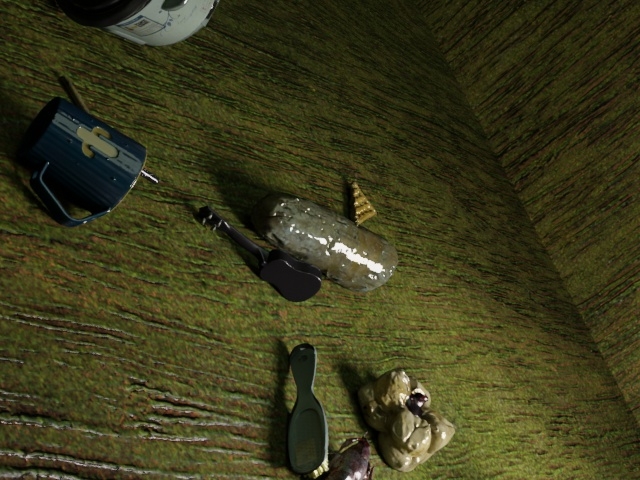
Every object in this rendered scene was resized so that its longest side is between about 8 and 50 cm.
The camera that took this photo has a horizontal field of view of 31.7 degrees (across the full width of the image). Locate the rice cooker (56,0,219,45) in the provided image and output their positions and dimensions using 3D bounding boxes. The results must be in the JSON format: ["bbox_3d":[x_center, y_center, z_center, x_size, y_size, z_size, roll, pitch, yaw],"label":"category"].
[{"bbox_3d":[-0.338,-0.495,2.045,0.316,0.264,0.317,31,11,-7],"label":"rice cooker"}]

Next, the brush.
[{"bbox_3d":[-0.016,0.289,1.878,0.297,0.068,0.060,-94,161,-53],"label":"brush"}]

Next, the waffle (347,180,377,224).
[{"bbox_3d":[0.074,-0.080,2.556,0.097,0.023,0.152,54,25,1],"label":"waffle"}]

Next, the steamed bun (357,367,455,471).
[{"bbox_3d":[0.171,0.330,2.102,0.192,0.106,0.178,18,44,-56],"label":"steamed bun"}]

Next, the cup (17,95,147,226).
[{"bbox_3d":[-0.367,-0.113,1.687,0.155,0.131,0.177,37,54,-25],"label":"cup"}]

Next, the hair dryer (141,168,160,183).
[{"bbox_3d":[-0.302,-0.120,1.915,0.083,0.026,0.047,34,32,-45],"label":"hair dryer"}]

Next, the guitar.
[{"bbox_3d":[-0.113,0.023,2.031,0.271,0.084,0.038,36,32,-24],"label":"guitar"}]

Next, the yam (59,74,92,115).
[{"bbox_3d":[-0.403,-0.231,1.884,0.107,0.014,0.014,57,24,6],"label":"yam"}]

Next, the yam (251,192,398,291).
[{"bbox_3d":[0.000,0.000,2.199,0.330,0.133,0.133,27,36,-40],"label":"yam"}]

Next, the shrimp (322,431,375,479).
[{"bbox_3d":[0.048,0.371,1.869,0.075,0.073,0.190,55,29,-12],"label":"shrimp"}]
